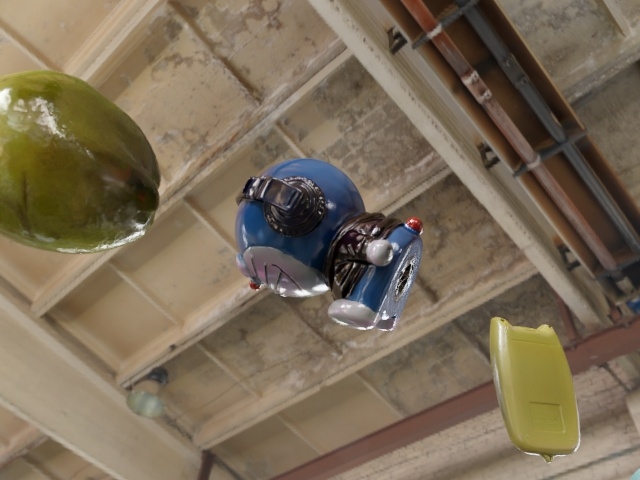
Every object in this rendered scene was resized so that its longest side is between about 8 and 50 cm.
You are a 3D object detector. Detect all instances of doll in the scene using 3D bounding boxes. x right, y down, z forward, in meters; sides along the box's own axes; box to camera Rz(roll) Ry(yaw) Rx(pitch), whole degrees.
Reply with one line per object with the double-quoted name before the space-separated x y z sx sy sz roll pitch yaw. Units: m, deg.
"doll" 0.000 0.000 0.982 0.310 0.240 0.284 24 -13 22

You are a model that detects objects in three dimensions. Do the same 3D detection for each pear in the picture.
"pear" -0.391 -0.109 0.893 0.321 0.269 0.269 27 -55 -21

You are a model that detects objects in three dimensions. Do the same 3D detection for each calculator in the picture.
"calculator" 0.355 0.240 0.998 0.157 0.237 0.033 10 -30 -21

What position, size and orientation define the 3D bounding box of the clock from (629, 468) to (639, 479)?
"clock" 0.380 0.330 0.653 0.045 0.147 0.108 3 -59 -10
